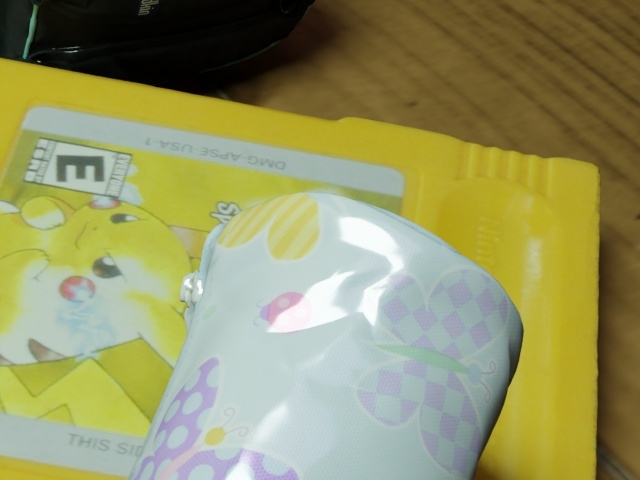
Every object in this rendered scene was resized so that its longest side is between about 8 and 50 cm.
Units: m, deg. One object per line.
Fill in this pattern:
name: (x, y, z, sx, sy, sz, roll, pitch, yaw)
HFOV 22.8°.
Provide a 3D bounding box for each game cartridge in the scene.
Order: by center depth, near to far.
game cartridge: (-0.038, 0.040, 0.702, 0.323, 0.053, 0.285, 9, 44, 2)

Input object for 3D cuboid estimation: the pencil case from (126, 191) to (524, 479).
pencil case: (-0.027, 0.114, 0.528, 0.124, 0.113, 0.273, 27, 60, -5)

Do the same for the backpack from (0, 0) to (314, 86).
backpack: (-0.090, -0.167, 0.858, 0.188, 0.166, 0.144, -11, 54, -25)
